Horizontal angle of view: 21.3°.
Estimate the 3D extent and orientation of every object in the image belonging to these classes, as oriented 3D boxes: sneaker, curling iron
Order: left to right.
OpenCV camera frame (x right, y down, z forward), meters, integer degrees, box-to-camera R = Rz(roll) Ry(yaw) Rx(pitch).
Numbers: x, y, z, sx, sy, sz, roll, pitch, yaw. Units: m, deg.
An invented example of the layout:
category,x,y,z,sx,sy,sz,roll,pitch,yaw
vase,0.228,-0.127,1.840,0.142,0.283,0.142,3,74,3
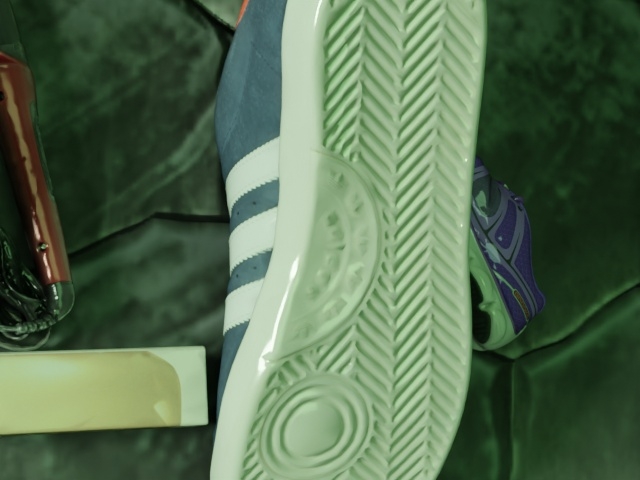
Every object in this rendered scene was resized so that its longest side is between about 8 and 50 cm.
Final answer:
category,x,y,z,sx,sy,sz,roll,pitch,yaw
curling iron,-0.174,-0.079,0.865,0.068,0.035,0.274,-7,86,-21
sneaker,0.000,0.000,0.886,0.131,0.148,0.350,4,106,-25
sneaker,0.076,-0.024,0.948,0.071,0.068,0.170,-28,102,-36

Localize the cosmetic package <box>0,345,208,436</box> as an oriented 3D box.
category,x,y,z,sx,sy,sz,roll,pitch,yaw
cosmetic package,-0.119,0.076,0.854,0.115,0.060,0.041,-1,84,-19
